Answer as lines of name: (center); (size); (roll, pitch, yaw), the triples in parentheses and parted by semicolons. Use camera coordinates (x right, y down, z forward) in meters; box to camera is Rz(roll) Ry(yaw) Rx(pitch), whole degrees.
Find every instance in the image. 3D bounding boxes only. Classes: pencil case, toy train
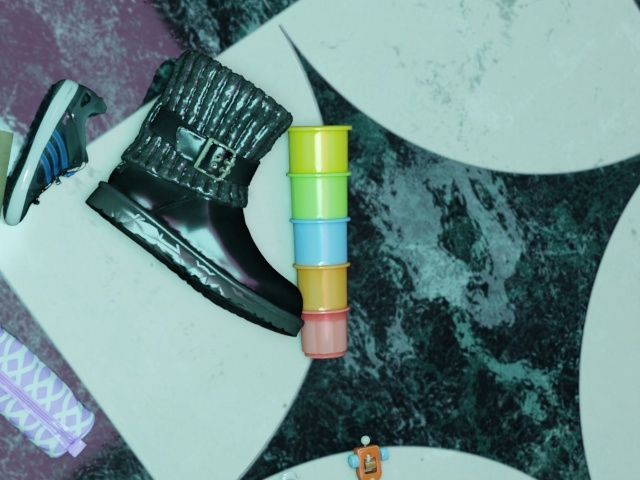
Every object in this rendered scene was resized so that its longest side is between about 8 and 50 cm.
pencil case: (-0.379, 0.186, 1.618); (0.206, 0.088, 0.086); (44, 77, -16)
toy train: (0.019, 0.346, 1.789); (0.166, 0.046, 0.125); (-13, 95, -22)

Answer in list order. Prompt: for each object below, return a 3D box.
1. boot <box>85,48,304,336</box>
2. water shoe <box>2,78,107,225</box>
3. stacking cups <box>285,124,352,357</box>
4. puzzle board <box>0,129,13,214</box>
boot: (-0.105, -0.058, 1.683); (0.348, 0.131, 0.260); (39, 80, -16)
water shoe: (-0.336, -0.104, 1.631); (0.080, 0.073, 0.203); (25, 84, -21)
stacking cups: (0.000, 0.000, 1.755); (0.096, 0.096, 0.316); (-4, 98, -19)
puzzle board: (-0.431, -0.080, 1.603); (0.096, 0.011, 0.128); (11, 87, -59)
